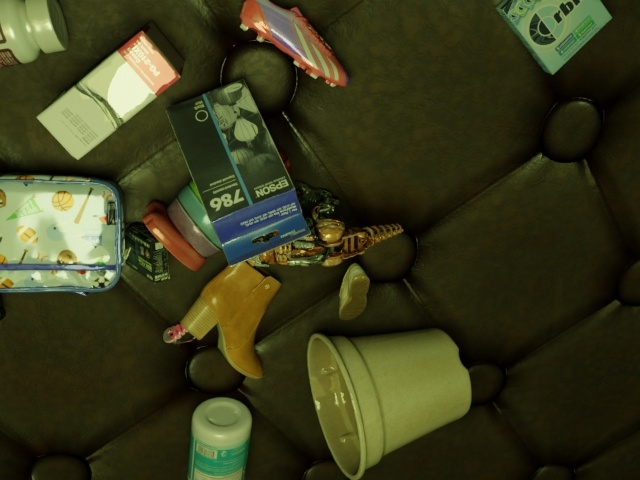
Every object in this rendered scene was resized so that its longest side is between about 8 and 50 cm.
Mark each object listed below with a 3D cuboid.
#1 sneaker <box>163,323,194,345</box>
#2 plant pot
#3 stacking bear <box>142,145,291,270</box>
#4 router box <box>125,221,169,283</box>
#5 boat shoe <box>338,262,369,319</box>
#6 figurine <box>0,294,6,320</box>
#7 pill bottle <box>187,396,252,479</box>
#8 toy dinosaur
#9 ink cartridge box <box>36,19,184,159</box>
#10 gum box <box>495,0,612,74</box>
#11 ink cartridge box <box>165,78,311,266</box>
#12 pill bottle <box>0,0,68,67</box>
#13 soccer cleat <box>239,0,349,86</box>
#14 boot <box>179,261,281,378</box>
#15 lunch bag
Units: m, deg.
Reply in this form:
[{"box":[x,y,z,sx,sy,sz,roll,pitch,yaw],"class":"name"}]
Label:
[{"box":[-0.301,0.210,1.401,0.119,0.047,0.057,-24,139,3],"class":"sneaker"},{"box":[0.166,0.346,1.418,0.305,0.334,0.333,-12,117,-18],"class":"plant pot"},{"box":[-0.187,-0.087,1.215,0.289,0.175,0.164,-39,109,0],"class":"stacking bear"},{"box":[-0.362,0.024,1.252,0.038,0.122,0.092,-21,123,-39],"class":"router box"},{"box":[0.075,0.120,1.412,0.063,0.059,0.170,-2,137,-17],"class":"boat shoe"},{"box":[-0.753,0.072,1.193,0.215,0.092,0.209,-12,113,-38],"class":"figurine"},{"box":[-0.253,0.534,1.502,0.146,0.146,0.264,4,115,-12],"class":"pill bottle"},{"box":[0.000,0.000,1.250,0.322,0.218,0.164,14,111,-17],"class":"toy dinosaur"},{"box":[-0.367,-0.272,1.078,0.237,0.172,0.100,-36,116,8],"class":"ink cartridge box"},{"box":[0.468,-0.457,1.214,0.184,0.041,0.157,39,104,-25],"class":"gum box"},{"box":[-0.154,-0.132,1.115,0.165,0.332,0.065,-23,161,-8],"class":"ink cartridge box"},{"box":[-0.559,-0.357,1.031,0.221,0.121,0.121,-12,117,-5],"class":"pill bottle"},{"box":[-0.036,-0.380,1.142,0.248,0.083,0.095,29,103,-19],"class":"soccer cleat"},{"box":[-0.158,0.178,1.379,0.211,0.104,0.295,-46,131,-5],"class":"boot"},{"box":[-0.525,-0.008,1.176,0.303,0.115,0.243,2,98,-15],"class":"lunch bag"}]
